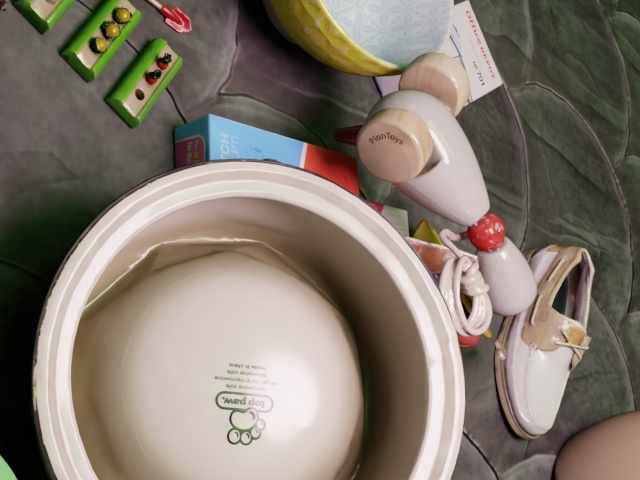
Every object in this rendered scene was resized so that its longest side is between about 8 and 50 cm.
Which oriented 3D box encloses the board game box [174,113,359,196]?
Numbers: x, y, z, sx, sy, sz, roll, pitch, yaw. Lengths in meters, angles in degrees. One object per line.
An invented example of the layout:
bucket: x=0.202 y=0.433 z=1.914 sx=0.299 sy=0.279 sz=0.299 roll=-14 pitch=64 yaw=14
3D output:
board game box: x=-0.051 y=0.037 z=1.228 sx=0.242 sy=0.064 sz=0.316 roll=11 pitch=69 yaw=-44

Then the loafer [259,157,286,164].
loafer: x=0.000 y=0.000 z=1.195 sx=0.267 sy=0.096 sz=0.084 roll=49 pitch=27 yaw=-33

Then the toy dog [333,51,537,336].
toy dog: x=0.124 y=-0.049 z=1.292 sx=0.220 sy=0.161 sz=0.333 roll=-22 pitch=99 yaw=-47

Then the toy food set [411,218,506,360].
toy food set: x=0.163 y=0.081 z=1.425 sx=0.217 sy=0.071 sz=0.128 roll=60 pitch=9 yaw=-1

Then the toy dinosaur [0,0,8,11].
toy dinosaur: x=-0.324 y=-0.248 z=0.902 sx=0.164 sy=0.218 sz=0.322 roll=66 pitch=14 yaw=8

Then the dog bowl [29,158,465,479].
dog bowl: x=-0.077 y=0.137 z=1.019 sx=0.408 sy=0.150 sz=0.407 roll=7 pitch=72 yaw=-22

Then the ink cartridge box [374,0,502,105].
ink cartridge box: x=0.161 y=-0.249 z=1.538 sx=0.191 sy=0.082 sz=0.139 roll=-32 pitch=101 yaw=-46

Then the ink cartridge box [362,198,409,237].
ink cartridge box: x=0.064 y=0.025 z=1.360 sx=0.099 sy=0.056 sz=0.135 roll=13 pitch=67 yaw=-43

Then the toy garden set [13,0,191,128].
toy garden set: x=-0.225 y=-0.278 z=1.160 sx=0.244 sy=0.049 sz=0.203 roll=48 pitch=48 yaw=-25

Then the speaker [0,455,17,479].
speaker: x=-0.356 y=0.264 z=0.782 sx=0.131 sy=0.131 sz=0.296 roll=58 pitch=44 yaw=-16

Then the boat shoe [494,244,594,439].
boat shoe: x=0.331 y=0.137 z=1.571 sx=0.113 sy=0.103 sz=0.302 roll=32 pitch=56 yaw=-36

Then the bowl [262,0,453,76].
bowl: x=0.018 y=-0.325 z=1.354 sx=0.289 sy=0.156 sz=0.289 roll=18 pitch=65 yaw=-43

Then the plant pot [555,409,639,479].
plant pot: x=0.509 y=0.351 z=1.546 sx=0.284 sy=0.191 sz=0.284 roll=22 pitch=42 yaw=-21
